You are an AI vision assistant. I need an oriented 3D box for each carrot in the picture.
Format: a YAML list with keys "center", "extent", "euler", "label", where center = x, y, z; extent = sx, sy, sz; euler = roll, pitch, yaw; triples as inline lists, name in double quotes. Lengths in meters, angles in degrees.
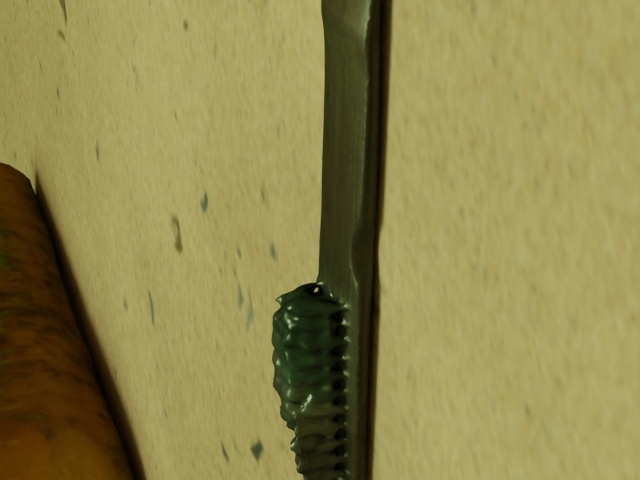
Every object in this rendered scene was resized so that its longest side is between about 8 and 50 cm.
- center: [-0.180, 0.074, 1.050]
  extent: [0.302, 0.114, 0.114]
  euler: [-117, 25, -46]
  label: "carrot"

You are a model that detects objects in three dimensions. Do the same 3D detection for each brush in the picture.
- center: [0.000, 0.000, 0.578]
  extent: [0.034, 0.028, 0.190]
  euler: [-128, 34, -54]
  label: "brush"
